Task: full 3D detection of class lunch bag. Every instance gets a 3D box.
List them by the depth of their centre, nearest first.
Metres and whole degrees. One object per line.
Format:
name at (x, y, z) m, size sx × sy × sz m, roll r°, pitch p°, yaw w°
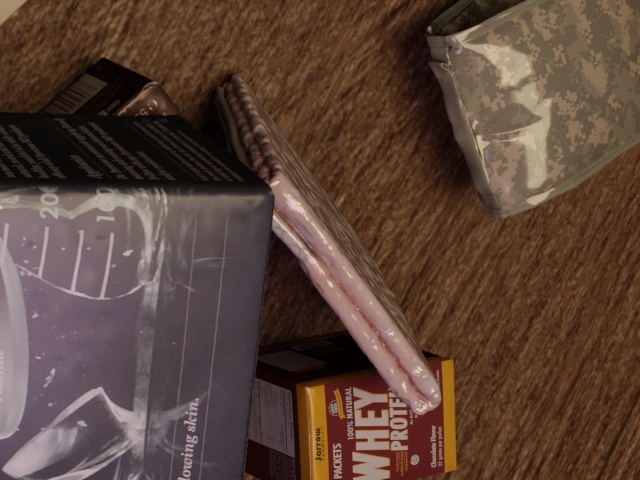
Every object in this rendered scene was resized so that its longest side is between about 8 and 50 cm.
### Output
lunch bag at (0.251, -0.187, 2.141) m, size 0.287 × 0.169 × 0.235 m, roll -31°, pitch 113°, yaw -30°

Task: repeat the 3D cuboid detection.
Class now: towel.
towel at (0.000, 0.000, 1.928) m, size 0.053 × 0.332 × 0.317 m, roll -34°, pitch 114°, yaw 5°

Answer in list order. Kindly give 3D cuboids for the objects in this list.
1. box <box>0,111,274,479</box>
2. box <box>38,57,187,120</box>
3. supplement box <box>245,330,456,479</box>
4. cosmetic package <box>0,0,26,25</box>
box at (-0.325, 0.140, 1.611) m, size 0.472 × 0.297 × 0.480 m, roll 0°, pitch 106°, yaw -21°
box at (-0.197, -0.051, 1.866) m, size 0.168 × 0.167 × 0.203 m, roll -44°, pitch 117°, yaw -10°
supplement box at (0.018, 0.190, 2.033) m, size 0.191 × 0.194 × 0.129 m, roll -9°, pitch 102°, yaw -31°
cosmetic package at (-0.322, -0.323, 1.793) m, size 0.309 × 0.113 × 0.160 m, roll -47°, pitch 118°, yaw -17°
